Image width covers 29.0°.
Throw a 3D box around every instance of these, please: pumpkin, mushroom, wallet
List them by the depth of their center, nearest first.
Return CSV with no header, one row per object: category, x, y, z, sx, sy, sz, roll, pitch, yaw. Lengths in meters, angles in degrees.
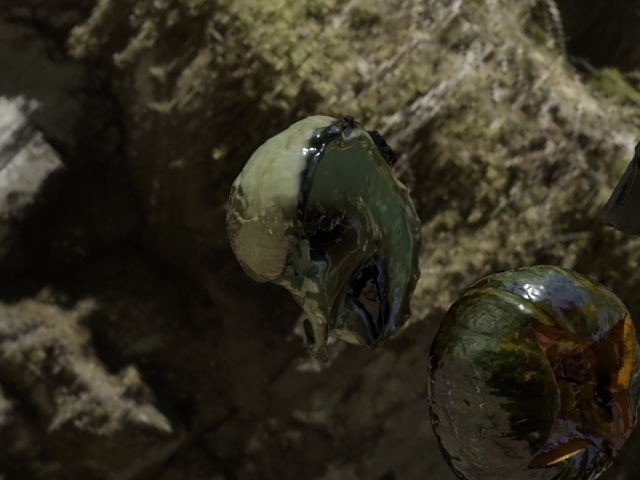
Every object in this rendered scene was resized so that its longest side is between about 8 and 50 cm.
pumpkin,0.201,0.135,1.187,0.159,0.238,0.238,-3,-43,48
mushroom,-0.002,-0.001,1.306,0.130,0.248,0.344,11,-7,27
wallet,0.583,-0.162,1.945,0.197,0.378,0.051,10,24,-37
